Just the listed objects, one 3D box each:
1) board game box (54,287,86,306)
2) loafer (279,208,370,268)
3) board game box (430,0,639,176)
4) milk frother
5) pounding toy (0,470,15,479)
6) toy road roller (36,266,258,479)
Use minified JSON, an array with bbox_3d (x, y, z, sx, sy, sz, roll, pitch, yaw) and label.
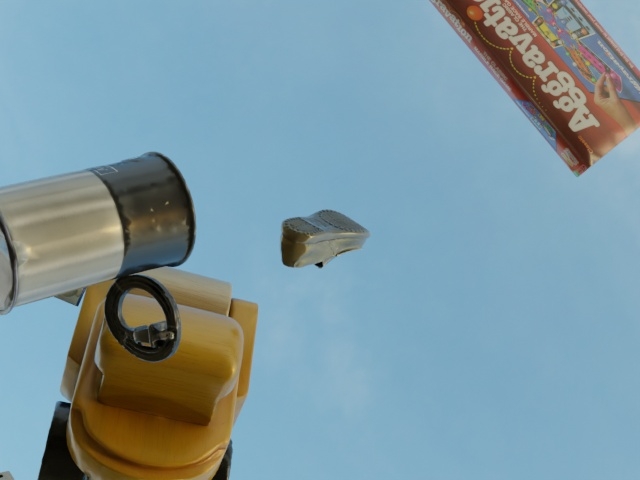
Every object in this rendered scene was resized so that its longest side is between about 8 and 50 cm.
[{"bbox_3d":[-0.266,0.008,1.003,0.090,0.020,0.090,23,-98,-2],"label":"board game box"},{"bbox_3d":[0.000,0.000,1.107,0.056,0.148,0.050,36,-68,31],"label":"loafer"},{"bbox_3d":[0.229,-0.214,1.060,0.281,0.145,0.027,51,-27,5],"label":"board game box"},{"bbox_3d":[-0.163,0.026,0.686,0.129,0.134,0.143,-22,-95,52],"label":"milk frother"},{"bbox_3d":[-0.408,0.377,1.229,0.206,0.094,0.181,32,-58,50],"label":"pounding toy"},{"bbox_3d":[-0.166,0.123,1.080,0.202,0.330,0.241,14,-46,-11],"label":"toy road roller"}]
